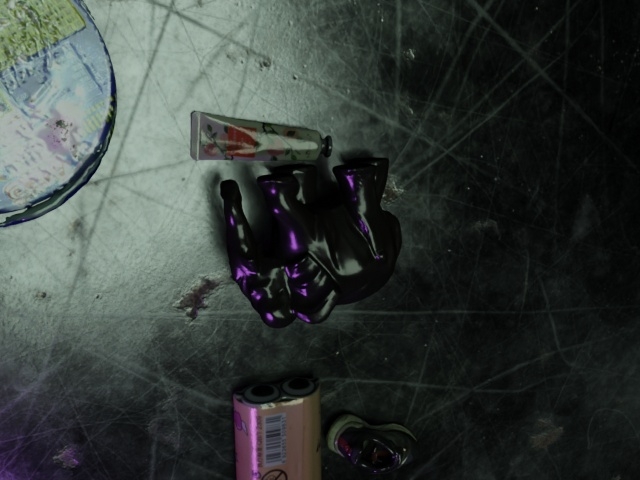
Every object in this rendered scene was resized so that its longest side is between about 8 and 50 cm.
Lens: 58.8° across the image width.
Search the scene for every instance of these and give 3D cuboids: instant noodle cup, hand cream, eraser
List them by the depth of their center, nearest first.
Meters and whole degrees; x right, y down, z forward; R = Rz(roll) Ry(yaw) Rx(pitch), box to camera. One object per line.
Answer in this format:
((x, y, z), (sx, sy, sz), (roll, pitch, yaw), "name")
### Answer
((-0.387, -0.183, 0.673), (0.284, 0.312, 0.284), (-5, 106, -19), "instant noodle cup")
((-0.096, -0.166, 0.944), (0.234, 0.050, 0.080), (1, 108, -15), "hand cream")
((-0.077, 0.417, 1.094), (0.171, 0.087, 0.290), (-5, 106, -17), "eraser")

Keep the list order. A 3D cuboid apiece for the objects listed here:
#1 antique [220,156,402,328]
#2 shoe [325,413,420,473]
((0.000, 0.000, 0.949), (0.322, 0.185, 0.255), (-8, 106, -23), "antique")
((0.121, 0.432, 1.159), (0.227, 0.112, 0.099), (23, 94, -24), "shoe")
